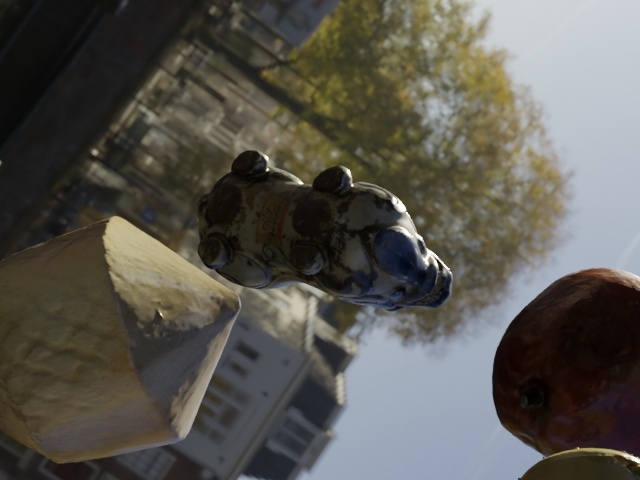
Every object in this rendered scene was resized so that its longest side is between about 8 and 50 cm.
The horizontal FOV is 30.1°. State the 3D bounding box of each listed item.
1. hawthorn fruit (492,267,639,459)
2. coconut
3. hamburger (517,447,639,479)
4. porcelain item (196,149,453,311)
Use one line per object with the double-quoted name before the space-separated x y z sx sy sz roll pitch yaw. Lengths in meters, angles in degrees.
"hawthorn fruit" 0.281 0.138 1.254 0.261 0.224 0.224 -7 153 -37
"coconut" -0.250 0.122 1.446 0.329 0.329 0.329 -54 -173 10
"hamburger" 0.227 0.227 0.978 0.141 0.126 0.081 -3 -147 20
"porcelain item" 0.000 0.000 1.292 0.288 0.186 0.138 7 -106 44
